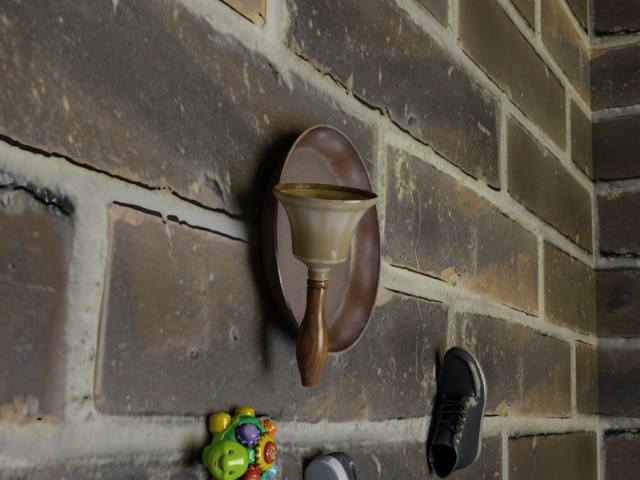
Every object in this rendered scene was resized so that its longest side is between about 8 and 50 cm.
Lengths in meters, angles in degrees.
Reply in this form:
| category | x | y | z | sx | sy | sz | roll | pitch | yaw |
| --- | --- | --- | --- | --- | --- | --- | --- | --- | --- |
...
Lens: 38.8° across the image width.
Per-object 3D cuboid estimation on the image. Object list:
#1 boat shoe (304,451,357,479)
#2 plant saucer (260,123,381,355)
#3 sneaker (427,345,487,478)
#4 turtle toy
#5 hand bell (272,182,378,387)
| category | x | y | z | sx | sy | sz | roll | pitch | yaw |
| --- | --- | --- | --- | --- | --- | --- | --- | --- | --- |
| boat shoe | 0.030 | 0.396 | 1.224 | 0.076 | 0.080 | 0.229 | -11 | 89 | -60 |
| plant saucer | 0.000 | 0.000 | 1.236 | 0.310 | 0.050 | 0.311 | 14 | 74 | -60 |
| sneaker | 0.241 | 0.305 | 1.612 | 0.118 | 0.083 | 0.222 | -11 | 97 | -61 |
| turtle toy | -0.089 | 0.239 | 1.020 | 0.130 | 0.066 | 0.095 | 3 | 84 | -62 |
| hand bell | -0.003 | 0.059 | 1.094 | 0.126 | 0.126 | 0.242 | -18 | 114 | -61 |
